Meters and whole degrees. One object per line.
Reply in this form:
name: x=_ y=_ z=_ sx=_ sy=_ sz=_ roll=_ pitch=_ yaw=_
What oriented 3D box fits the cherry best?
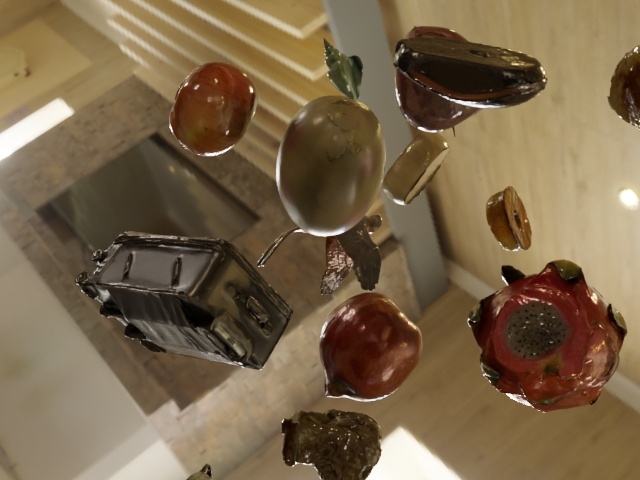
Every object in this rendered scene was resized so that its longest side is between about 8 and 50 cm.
cherry: x=0.314 y=-0.418 z=2.212 sx=0.221 sy=0.261 sz=0.308 roll=-11 pitch=-76 yaw=60

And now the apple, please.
apple: x=-0.232 y=-0.280 z=1.809 sx=0.164 sy=0.210 sz=0.209 roll=31 pitch=-9 yaw=-20

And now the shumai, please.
shumai: x=0.012 y=0.399 z=1.684 sx=0.175 sy=0.166 sz=0.206 roll=31 pitch=-17 yaw=-24

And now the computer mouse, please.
computer mouse: x=0.306 y=-0.343 z=1.776 sx=0.323 sy=0.183 sz=0.116 roll=14 pitch=-64 yaw=15

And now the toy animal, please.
toy animal: x=0.010 y=-0.021 z=2.220 sx=0.284 sy=0.302 sz=0.225 roll=24 pitch=-14 yaw=-20

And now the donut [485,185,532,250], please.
donut: x=0.424 y=-0.045 z=1.921 sx=0.058 sy=0.152 sz=0.152 roll=-19 pitch=-67 yaw=33

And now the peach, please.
peach: x=0.096 y=0.248 z=1.909 sx=0.232 sy=0.256 sz=0.232 roll=50 pitch=1 yaw=-2

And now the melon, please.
melon: x=0.021 y=-0.153 z=1.759 sx=0.223 sy=0.223 sz=0.317 roll=43 pitch=-41 yaw=30

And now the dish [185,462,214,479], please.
dish: x=-0.267 y=0.687 z=1.986 sx=0.120 sy=0.303 sz=0.303 roll=9 pitch=-33 yaw=16

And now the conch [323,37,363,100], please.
conch: x=0.053 y=-0.407 z=2.038 sx=0.065 sy=0.088 sz=0.180 roll=-7 pitch=-58 yaw=42

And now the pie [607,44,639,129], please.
pie: x=0.618 y=-0.268 z=1.547 sx=0.205 sy=0.084 sz=0.179 roll=48 pitch=-42 yaw=40

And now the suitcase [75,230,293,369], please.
suitcase: x=-0.271 y=0.121 z=1.741 sx=0.433 sy=0.194 sz=0.283 roll=4 pitch=-36 yaw=43

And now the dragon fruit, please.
dragon fruit: x=0.418 y=0.178 z=1.606 sx=0.290 sy=0.291 sz=0.189 roll=41 pitch=-4 yaw=36

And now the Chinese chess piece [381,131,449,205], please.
Chinese chess piece: x=0.291 y=-0.222 z=2.598 sx=0.103 sy=0.250 sz=0.250 roll=40 pitch=-18 yaw=9
